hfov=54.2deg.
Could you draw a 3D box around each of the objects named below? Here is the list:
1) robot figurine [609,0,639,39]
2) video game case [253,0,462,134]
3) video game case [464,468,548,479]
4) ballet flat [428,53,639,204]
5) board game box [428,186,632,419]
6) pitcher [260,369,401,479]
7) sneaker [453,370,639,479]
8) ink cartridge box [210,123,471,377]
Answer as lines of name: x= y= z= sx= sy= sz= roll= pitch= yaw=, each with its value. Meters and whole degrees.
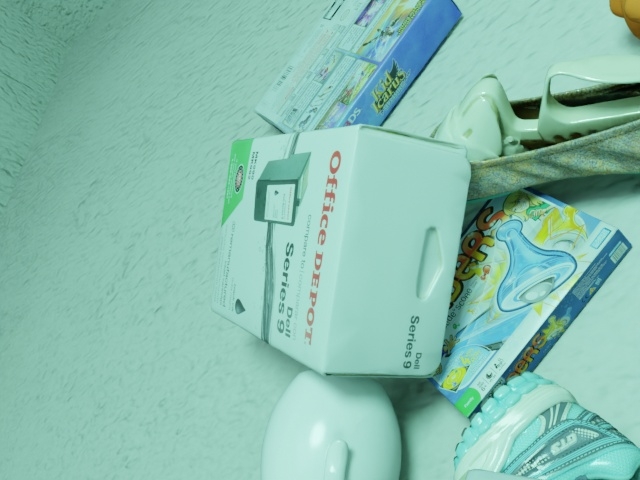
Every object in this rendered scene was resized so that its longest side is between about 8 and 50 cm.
robot figurine: x=0.340 y=-0.213 z=0.501 sx=0.219 sy=0.158 sz=0.128 roll=45 pitch=120 yaw=54
video game case: x=0.041 y=-0.256 z=0.921 sx=0.269 sy=0.061 sz=0.244 roll=-53 pitch=35 yaw=5
video game case: x=0.169 y=0.268 z=0.240 sx=0.300 sy=0.036 sz=0.329 roll=-3 pitch=45 yaw=33
ballet flat: x=0.195 y=-0.106 z=0.559 sx=0.316 sy=0.106 sz=0.107 roll=-8 pitch=44 yaw=32
board game box: x=0.163 y=0.049 z=0.577 sx=0.201 sy=0.035 sz=0.136 roll=-53 pitch=37 yaw=3
pitcher: x=0.008 y=0.214 z=0.526 sx=0.177 sy=0.126 sz=0.207 roll=106 pitch=174 yaw=-64
sneaker: x=0.120 y=0.234 z=0.430 sx=0.122 sy=0.110 sz=0.283 roll=25 pitch=83 yaw=50
ink cartridge box: x=0.000 y=0.000 z=0.637 sx=0.289 sy=0.122 sz=0.211 roll=10 pitch=92 yaw=62
